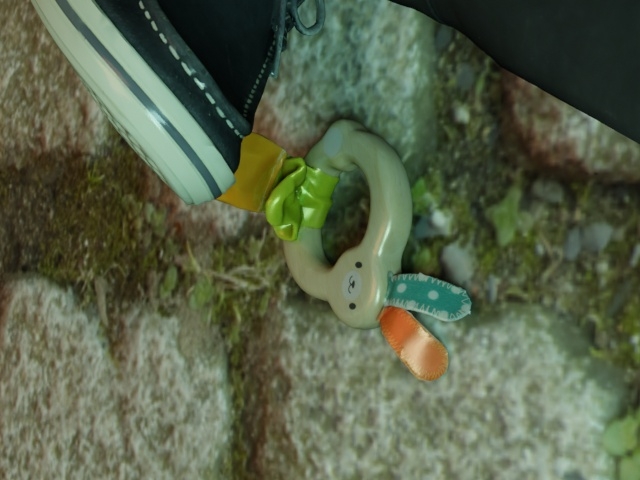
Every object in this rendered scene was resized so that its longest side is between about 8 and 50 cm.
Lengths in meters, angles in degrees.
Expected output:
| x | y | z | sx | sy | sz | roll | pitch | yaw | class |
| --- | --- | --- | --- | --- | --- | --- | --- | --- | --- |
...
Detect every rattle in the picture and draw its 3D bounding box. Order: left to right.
| x | y | z | sx | sy | sz | roll | pitch | yaw | class |
| --- | --- | --- | --- | --- | --- | --- | --- | --- | --- |
| 0.000 | 0.000 | 0.930 | 0.130 | 0.142 | 0.200 | -36 | 51 | 22 | rattle |

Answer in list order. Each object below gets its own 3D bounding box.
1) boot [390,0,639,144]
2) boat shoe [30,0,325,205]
| x | y | z | sx | sy | sz | roll | pitch | yaw | class |
| --- | --- | --- | --- | --- | --- | --- | --- | --- | --- |
| 0.192 | -0.241 | 0.749 | 0.445 | 0.146 | 0.367 | 42 | 123 | 48 | boot |
| -0.088 | -0.196 | 0.943 | 0.156 | 0.187 | 0.500 | -30 | 28 | 13 | boat shoe |
